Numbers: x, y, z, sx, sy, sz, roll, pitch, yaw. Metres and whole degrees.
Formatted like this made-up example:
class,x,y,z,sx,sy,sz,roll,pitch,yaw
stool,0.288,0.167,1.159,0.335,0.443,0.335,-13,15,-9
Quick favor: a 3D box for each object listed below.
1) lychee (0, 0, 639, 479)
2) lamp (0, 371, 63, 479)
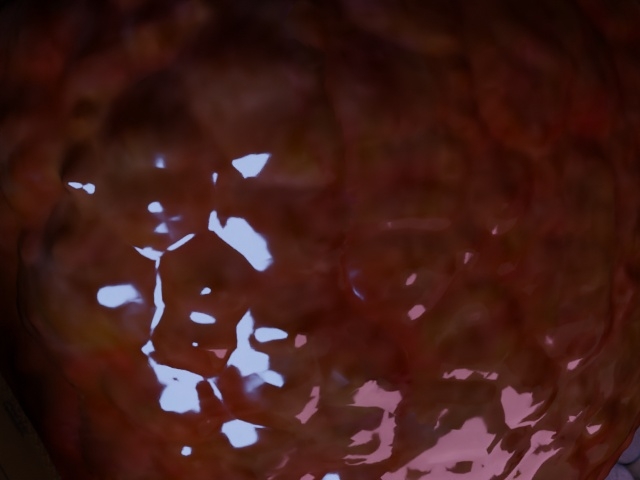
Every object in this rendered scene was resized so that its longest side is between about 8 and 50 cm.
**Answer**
class,x,y,z,sx,sy,sz,roll,pitch,yaw
lychee,0.000,0.000,0.564,0.255,0.255,0.300,-31,149,18
lamp,-0.150,0.076,0.454,0.161,0.185,0.161,-32,-175,3
